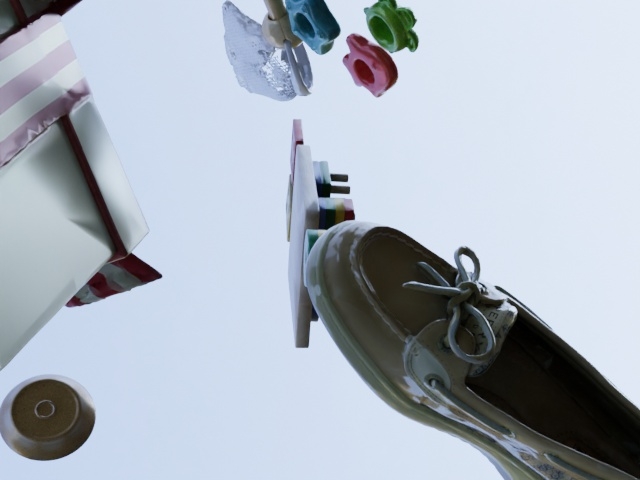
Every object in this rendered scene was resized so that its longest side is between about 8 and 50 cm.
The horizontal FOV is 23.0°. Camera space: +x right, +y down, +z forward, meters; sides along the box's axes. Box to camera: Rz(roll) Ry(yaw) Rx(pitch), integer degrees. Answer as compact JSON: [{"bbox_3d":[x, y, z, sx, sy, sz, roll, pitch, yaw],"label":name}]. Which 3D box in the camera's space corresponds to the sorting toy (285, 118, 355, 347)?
[{"bbox_3d":[0.000,0.000,1.363,0.046,0.274,0.132,2,-63,-6],"label":"sorting toy"}]

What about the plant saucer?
[{"bbox_3d":[-0.234,0.147,1.342,0.083,0.083,0.015,-33,-26,-23],"label":"plant saucer"}]

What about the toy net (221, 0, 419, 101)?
[{"bbox_3d":[0.003,-0.132,0.949,0.045,0.122,0.232,-37,-2,-22],"label":"toy net"}]

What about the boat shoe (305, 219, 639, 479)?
[{"bbox_3d":[0.118,0.080,0.965,0.285,0.089,0.104,39,-129,-12],"label":"boat shoe"}]

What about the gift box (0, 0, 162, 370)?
[{"bbox_3d":[-0.236,-0.039,0.846,0.258,0.276,0.255,-60,-45,-67],"label":"gift box"}]
